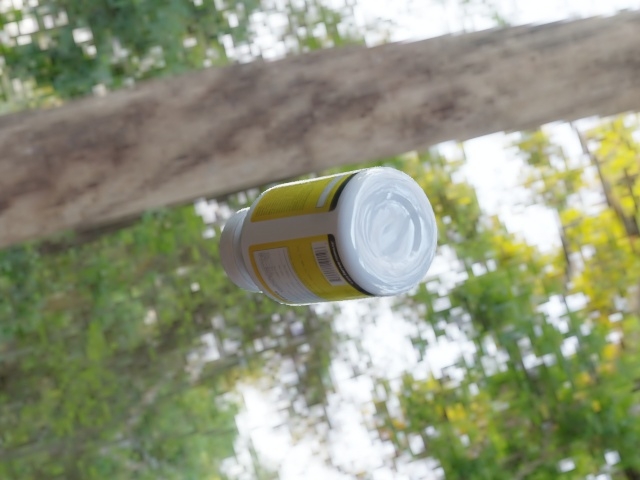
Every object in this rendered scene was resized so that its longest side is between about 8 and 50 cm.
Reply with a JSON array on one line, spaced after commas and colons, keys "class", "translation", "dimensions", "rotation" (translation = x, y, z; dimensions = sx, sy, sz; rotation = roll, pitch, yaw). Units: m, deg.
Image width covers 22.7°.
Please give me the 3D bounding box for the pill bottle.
[{"class": "pill bottle", "translation": [0.000, 0.000, 1.306], "dimensions": [0.184, 0.103, 0.103], "rotation": [-7, -81, 51]}]
